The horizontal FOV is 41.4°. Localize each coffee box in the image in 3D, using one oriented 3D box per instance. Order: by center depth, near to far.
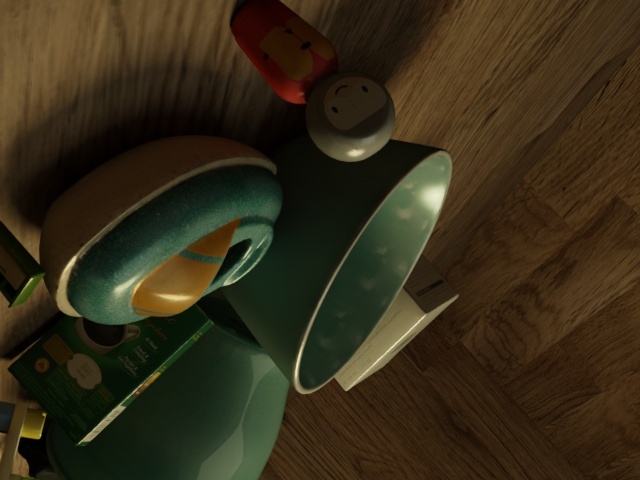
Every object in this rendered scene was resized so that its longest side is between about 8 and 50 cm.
[{"bbox_3d":[-0.214,0.109,0.876,0.184,0.113,0.040,-45,168,-10],"label":"coffee box"}]

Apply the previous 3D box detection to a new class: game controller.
[{"bbox_3d":[-0.324,0.333,1.221,0.319,0.167,0.067,93,18,-74],"label":"game controller"}]

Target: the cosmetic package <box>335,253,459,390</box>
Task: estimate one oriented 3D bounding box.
[{"bbox_3d":[0.068,0.092,1.450,0.224,0.224,0.138,-49,163,31],"label":"cosmetic package"}]

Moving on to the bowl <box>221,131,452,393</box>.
[{"bbox_3d":[0.000,0.000,0.956,0.311,0.163,0.311,-50,159,-26],"label":"bowl"}]

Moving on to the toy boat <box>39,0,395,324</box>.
[{"bbox_3d":[-0.082,-0.038,0.695,0.318,0.148,0.267,-48,168,26],"label":"toy boat"}]

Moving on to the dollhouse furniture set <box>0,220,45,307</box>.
[{"bbox_3d":[-0.269,0.030,0.575,0.076,0.058,0.152,-48,167,26],"label":"dollhouse furniture set"}]

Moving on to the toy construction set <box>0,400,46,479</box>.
[{"bbox_3d":[-0.364,0.328,0.810,0.327,0.151,0.215,-71,-173,-47],"label":"toy construction set"}]

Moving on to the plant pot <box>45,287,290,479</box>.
[{"bbox_3d":[-0.160,0.190,1.057,0.255,0.272,0.272,-60,164,13],"label":"plant pot"}]

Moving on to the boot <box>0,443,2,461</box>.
[{"bbox_3d":[-0.432,0.274,0.940,0.158,0.059,0.084,-38,163,-13],"label":"boot"}]
